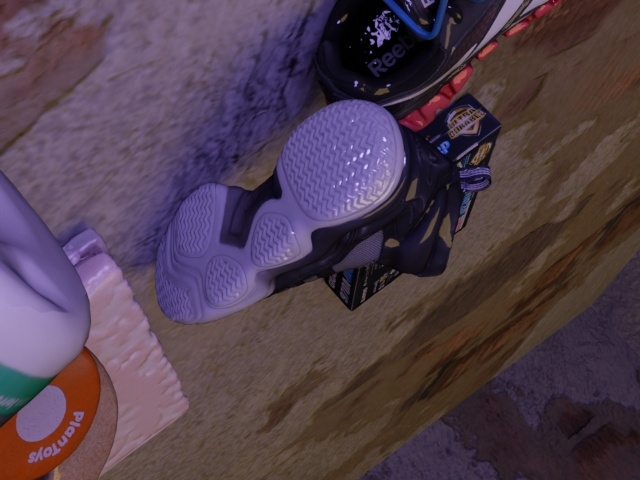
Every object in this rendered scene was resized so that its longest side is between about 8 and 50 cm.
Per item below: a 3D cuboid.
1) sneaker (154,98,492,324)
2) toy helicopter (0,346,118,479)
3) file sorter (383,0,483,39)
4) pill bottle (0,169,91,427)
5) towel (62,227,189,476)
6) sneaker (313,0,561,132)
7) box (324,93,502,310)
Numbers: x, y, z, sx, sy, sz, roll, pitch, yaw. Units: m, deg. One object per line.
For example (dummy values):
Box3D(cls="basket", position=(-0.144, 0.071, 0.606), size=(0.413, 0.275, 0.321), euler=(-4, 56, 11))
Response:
Box3D(cls="sneaker", position=(0.000, 0.000, 0.790), size=(0.153, 0.101, 0.268), euler=(13, 148, -39))
Box3D(cls="toy helicopter", position=(-0.248, 0.196, 0.597), size=(0.355, 0.140, 0.235), euler=(-48, 142, -25))
Box3D(cls="file sorter", position=(0.094, -0.215, 0.614), size=(0.170, 0.118, 0.104), euler=(-37, 165, -15))
Box3D(cls="pill bottle", position=(-0.278, 0.077, 0.377), size=(0.361, 0.204, 0.204), euler=(-41, 162, -2))
Box3D(cls="towel", position=(-0.259, 0.157, 0.824), size=(0.317, 0.053, 0.332), euler=(-36, 158, -15))
Box3D(cls="sneaker", position=(0.097, -0.180, 0.723), size=(0.276, 0.098, 0.135), euler=(-45, 164, 12))
Box3D(cls="box", position=(0.090, -0.032, 1.117), size=(0.175, 0.051, 0.220), euler=(-36, 161, -18))
